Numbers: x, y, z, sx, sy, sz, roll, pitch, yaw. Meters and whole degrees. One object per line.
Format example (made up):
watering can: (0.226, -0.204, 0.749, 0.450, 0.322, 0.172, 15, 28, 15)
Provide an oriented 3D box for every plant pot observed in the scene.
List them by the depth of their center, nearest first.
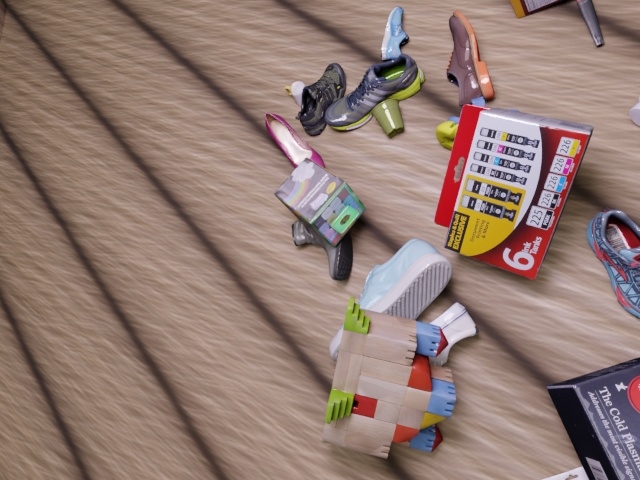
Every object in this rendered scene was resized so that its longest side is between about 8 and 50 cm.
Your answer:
plant pot: (0.192, -0.330, 1.228, 0.083, 0.083, 0.079, -25, 80, 15)

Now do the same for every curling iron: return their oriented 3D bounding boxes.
curling iron: (0.670, -0.605, 1.118, 0.068, 0.035, 0.274, -7, 73, 22)

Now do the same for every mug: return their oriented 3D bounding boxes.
mug: (-0.068, -0.450, 1.373, 0.078, 0.064, 0.062, -14, 71, 19)

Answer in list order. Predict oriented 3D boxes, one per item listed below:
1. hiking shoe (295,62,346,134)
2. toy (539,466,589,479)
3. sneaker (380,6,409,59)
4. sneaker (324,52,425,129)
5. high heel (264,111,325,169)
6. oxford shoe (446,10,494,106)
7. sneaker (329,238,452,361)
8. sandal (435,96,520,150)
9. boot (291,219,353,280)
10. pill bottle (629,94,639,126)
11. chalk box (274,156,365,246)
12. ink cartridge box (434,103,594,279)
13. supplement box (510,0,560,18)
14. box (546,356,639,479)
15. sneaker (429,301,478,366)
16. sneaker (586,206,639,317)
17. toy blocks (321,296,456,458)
hiking shoe: (0.003, -0.427, 1.308, 0.086, 0.114, 0.227, 19, 84, 26)
toy: (0.531, 0.561, 0.841, 0.136, 0.056, 0.237, -27, 67, 13)
sneaker: (0.222, -0.594, 1.303, 0.073, 0.063, 0.162, 11, 84, 7)
sneaker: (0.135, -0.418, 1.245, 0.300, 0.121, 0.111, -30, 66, 13)
high heel: (-0.076, -0.274, 1.297, 0.082, 0.117, 0.244, -37, 65, 9)
oxford shoe: (0.369, -0.480, 1.181, 0.098, 0.097, 0.271, -19, 69, 24)
sneaker: (0.152, 0.146, 1.099, 0.366, 0.135, 0.150, -44, 34, 11)
sandal: (0.443, -0.255, 1.074, 0.317, 0.126, 0.138, 30, 84, 26)
boot: (0.000, 0.000, 1.219, 0.161, 0.083, 0.247, -10, 64, 25)
pill bottle: (0.756, -0.318, 0.974, 0.152, 0.086, 0.086, -45, 64, 6)
chalk box: (0.014, -0.086, 1.120, 0.132, 0.132, 0.213, -48, 51, -2)
ink cartridge box: (0.384, -0.115, 0.973, 0.271, 0.130, 0.310, 21, 118, 27)
supplement box: (0.564, -0.708, 1.118, 0.194, 0.129, 0.191, -11, 71, 34)
box: (0.630, 0.364, 0.757, 0.312, 0.179, 0.343, -20, 69, 4)
sneaker: (0.244, 0.253, 1.029, 0.258, 0.094, 0.091, -42, 73, 12)
sneaker: (0.630, 0.051, 0.902, 0.104, 0.125, 0.262, -31, 66, 13)
toy blocks: (0.156, 0.309, 0.941, 0.260, 0.191, 0.382, 11, 111, 7)
